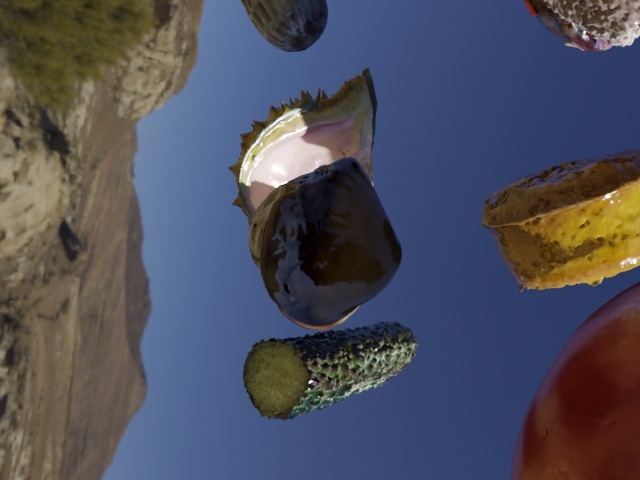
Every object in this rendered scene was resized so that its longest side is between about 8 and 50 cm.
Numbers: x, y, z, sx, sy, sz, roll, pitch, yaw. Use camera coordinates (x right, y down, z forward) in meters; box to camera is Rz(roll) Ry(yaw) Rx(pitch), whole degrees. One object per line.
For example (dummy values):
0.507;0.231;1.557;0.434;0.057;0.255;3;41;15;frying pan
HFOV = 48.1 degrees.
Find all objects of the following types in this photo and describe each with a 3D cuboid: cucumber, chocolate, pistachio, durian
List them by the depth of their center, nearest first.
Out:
-0.054;-0.241;0.632;0.167;0.072;0.072;57;-30;4;chocolate
0.000;0.000;0.666;0.210;0.131;0.165;24;73;-66;pistachio
0.039;0.157;0.925;0.096;0.359;0.096;-2;-94;30;cucumber
-0.040;-0.097;1.028;0.185;0.196;0.305;40;-45;34;durian

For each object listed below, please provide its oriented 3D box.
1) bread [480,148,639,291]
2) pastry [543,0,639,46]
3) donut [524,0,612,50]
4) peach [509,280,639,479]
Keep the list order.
0.384;-0.019;1.156;0.340;0.179;0.194;-11;-74;58;bread
0.274;-0.277;0.716;0.103;0.265;0.112;-45;156;-14;pastry
0.462;-0.524;1.273;0.136;0.259;0.344;17;-86;54;donut
0.325;0.184;0.491;0.388;0.389;0.387;-170;-90;-69;peach
